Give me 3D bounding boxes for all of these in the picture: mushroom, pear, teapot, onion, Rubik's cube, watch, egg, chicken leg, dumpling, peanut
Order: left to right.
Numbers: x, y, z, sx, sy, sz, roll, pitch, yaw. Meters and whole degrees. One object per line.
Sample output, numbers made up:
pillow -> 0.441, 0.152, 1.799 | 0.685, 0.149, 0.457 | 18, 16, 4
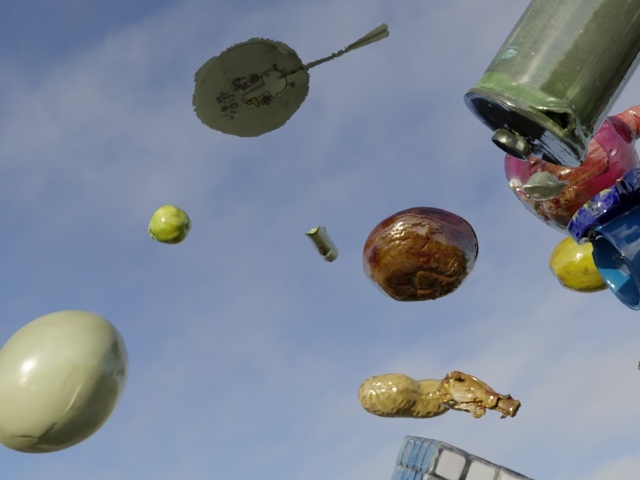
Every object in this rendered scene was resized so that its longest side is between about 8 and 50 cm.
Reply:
egg -> -0.447, 0.241, 1.632 | 0.269, 0.219, 0.219 | -50, -40, 3
pear -> -0.343, -0.030, 2.181 | 0.097, 0.092, 0.092 | -28, -32, 9
peanut -> 0.195, 0.350, 2.158 | 0.226, 0.095, 0.108 | 6, -39, -10
mushroom -> 0.195, 0.036, 1.875 | 0.232, 0.138, 0.194 | -21, -37, 10
Rubik's cube -> 0.208, 0.432, 1.386 | 0.238, 0.236, 0.237 | 22, -9, 0
chicken leg -> 0.324, 0.326, 2.010 | 0.101, 0.085, 0.208 | 29, -13, -38
dumpling -> 0.342, -0.082, 1.444 | 0.077, 0.043, 0.059 | 22, -23, -37
teapot -> 0.336, -0.265, 1.327 | 0.200, 0.337, 0.270 | 34, -3, -20
pear -> 0.599, 0.051, 2.166 | 0.162, 0.148, 0.149 | -21, -31, 9
onion -> 0.646, -0.191, 2.293 | 0.385, 0.347, 0.347 | -39, -31, -4
watch -> 0.533, 0.006, 1.622 | 0.171, 0.200, 0.196 | -29, -19, 6

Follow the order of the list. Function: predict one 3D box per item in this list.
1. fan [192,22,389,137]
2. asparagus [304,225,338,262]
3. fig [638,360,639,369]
fan -> -0.056, -0.329, 1.892 | 0.415, 0.012, 0.233 | -22, -41, -1
asparagus -> 0.000, 0.000, 1.935 | 0.041, 0.045, 0.178 | 17, -14, 18
fig -> 0.801, 0.297, 1.913 | 0.314, 0.233, 0.233 | 9, -25, 13
